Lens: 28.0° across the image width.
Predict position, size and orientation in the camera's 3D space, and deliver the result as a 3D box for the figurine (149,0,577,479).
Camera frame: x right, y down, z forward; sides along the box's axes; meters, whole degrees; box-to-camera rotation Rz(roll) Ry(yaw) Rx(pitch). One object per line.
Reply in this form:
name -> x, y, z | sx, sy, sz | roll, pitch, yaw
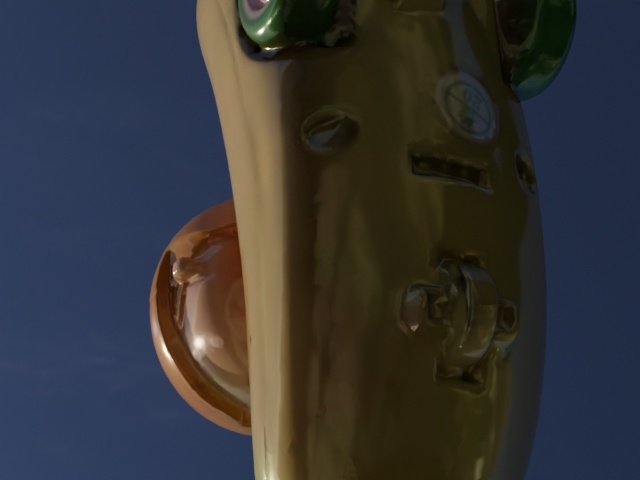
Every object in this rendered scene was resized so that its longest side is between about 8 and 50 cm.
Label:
figurine -> 0.000, 0.000, 0.528 | 0.124, 0.222, 0.324 | 10, -118, -26
